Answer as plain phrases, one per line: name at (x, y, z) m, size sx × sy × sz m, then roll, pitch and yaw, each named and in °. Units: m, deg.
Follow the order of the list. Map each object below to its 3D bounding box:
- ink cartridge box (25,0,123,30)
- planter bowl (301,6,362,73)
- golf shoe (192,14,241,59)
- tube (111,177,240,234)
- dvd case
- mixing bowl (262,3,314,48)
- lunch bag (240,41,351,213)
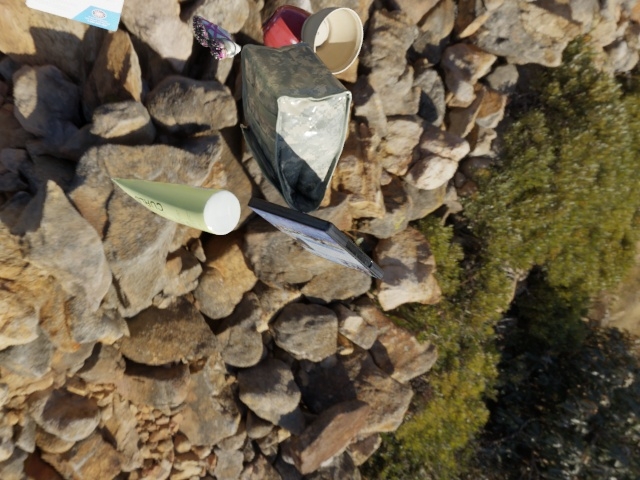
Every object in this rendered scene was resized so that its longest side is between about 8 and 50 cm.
ink cartridge box at (-0.613, -0.724, 1.159) m, size 0.223 × 0.307 × 0.129 m, roll 5°, pitch 64°, yaw -33°
planter bowl at (0.017, -0.543, 1.210) m, size 0.162 × 0.109 × 0.162 m, roll -27°, pitch 139°, yaw -27°
golf shoe at (-0.323, -0.627, 1.401) m, size 0.086 × 0.067 × 0.186 m, roll -31°, pitch 73°, yaw -33°
tube at (-0.219, -0.055, 0.680) m, size 0.062 × 0.240 × 0.070 m, roll -26°, pitch 120°, yaw -44°
dvd case at (0.000, 0.000, 0.850) m, size 0.253 × 0.180 × 0.022 m, roll 40°, pitch 73°, yaw -55°
mixing bowl at (-0.105, -0.608, 1.314) m, size 0.098 × 0.181 × 0.181 m, roll 34°, pitch 82°, yaw -23°
lunch bag at (-0.066, -0.222, 0.938) m, size 0.169 × 0.235 × 0.287 m, roll -11°, pitch 137°, yaw -19°
